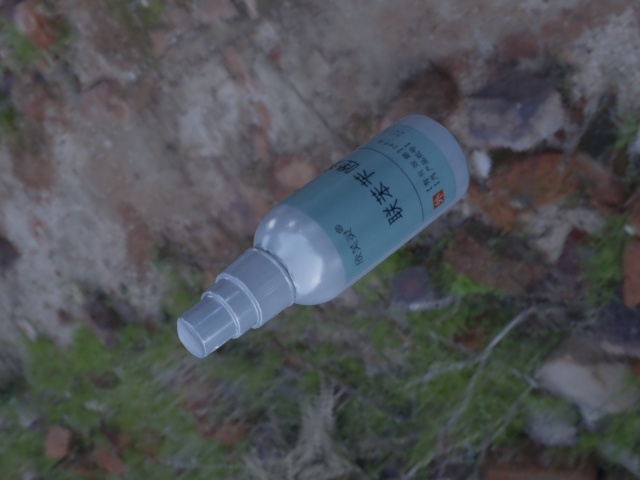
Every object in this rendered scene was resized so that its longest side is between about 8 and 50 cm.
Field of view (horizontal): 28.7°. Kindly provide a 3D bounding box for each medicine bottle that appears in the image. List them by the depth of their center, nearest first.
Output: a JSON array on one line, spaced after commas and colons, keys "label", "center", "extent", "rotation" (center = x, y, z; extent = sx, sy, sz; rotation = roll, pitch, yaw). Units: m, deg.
[{"label": "medicine bottle", "center": [0.000, 0.000, 1.254], "extent": [0.110, 0.352, 0.110], "rotation": [35, 146, 29]}]
